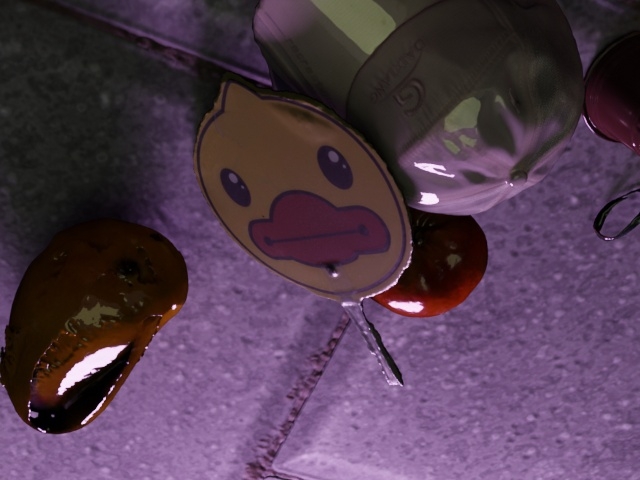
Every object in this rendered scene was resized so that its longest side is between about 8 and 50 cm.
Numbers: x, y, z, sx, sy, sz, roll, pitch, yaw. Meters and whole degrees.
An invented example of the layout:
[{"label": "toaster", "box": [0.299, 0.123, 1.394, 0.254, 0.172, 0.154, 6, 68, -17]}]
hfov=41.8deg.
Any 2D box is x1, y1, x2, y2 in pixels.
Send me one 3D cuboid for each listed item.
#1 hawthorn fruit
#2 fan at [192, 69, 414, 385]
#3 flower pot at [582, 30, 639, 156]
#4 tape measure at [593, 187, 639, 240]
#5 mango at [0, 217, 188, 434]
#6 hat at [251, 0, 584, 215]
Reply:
[{"label": "hawthorn fruit", "box": [0.091, 0.020, 0.780, 0.125, 0.125, 0.140, -1, 128, -3]}, {"label": "fan", "box": [-0.001, 0.001, 0.737, 0.229, 0.011, 0.335, -7, 120, 45]}, {"label": "flower pot", "box": [0.291, -0.116, 0.725, 0.111, 0.089, 0.111, -2, 122, -3]}, {"label": "tape measure", "box": [0.372, -0.016, 0.828, 0.179, 0.104, 0.107, 11, 153, 28]}, {"label": "mango", "box": [-0.217, 0.080, 0.786, 0.156, 0.151, 0.249, -12, 144, -46]}, {"label": "hat", "box": [0.082, -0.136, 0.664, 0.275, 0.161, 0.232, 38, 109, -20]}]
